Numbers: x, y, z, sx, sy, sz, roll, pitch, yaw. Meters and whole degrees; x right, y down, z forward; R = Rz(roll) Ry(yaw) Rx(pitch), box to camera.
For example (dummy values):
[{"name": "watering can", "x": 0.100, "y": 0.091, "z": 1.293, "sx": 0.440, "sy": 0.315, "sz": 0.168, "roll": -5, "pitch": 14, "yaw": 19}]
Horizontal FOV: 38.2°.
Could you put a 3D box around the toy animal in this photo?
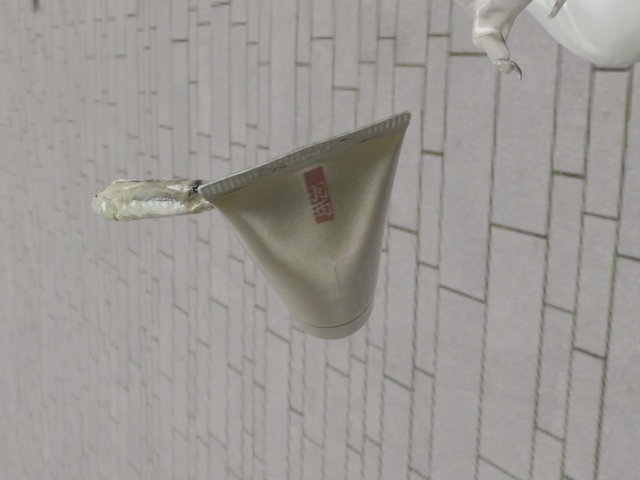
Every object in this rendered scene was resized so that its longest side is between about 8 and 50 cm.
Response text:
[{"name": "toy animal", "x": 0.316, "y": -0.349, "z": 1.036, "sx": 0.289, "sy": 0.174, "sz": 0.249, "roll": 43, "pitch": 127, "yaw": 14}]

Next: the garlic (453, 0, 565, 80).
[{"name": "garlic", "x": 0.177, "y": -0.290, "z": 0.607, "sx": 0.246, "sy": 0.232, "sz": 0.339, "roll": -130, "pitch": 40, "yaw": -66}]

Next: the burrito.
[{"name": "burrito", "x": -0.179, "y": -0.045, "z": 1.019, "sx": 0.188, "sy": 0.058, "sz": 0.045, "roll": -1, "pitch": 128, "yaw": 40}]

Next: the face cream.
[{"name": "face cream", "x": 0.000, "y": 0.000, "z": 0.714, "sx": 0.341, "sy": 0.137, "sz": 0.084, "roll": 80, "pitch": 169, "yaw": -71}]
